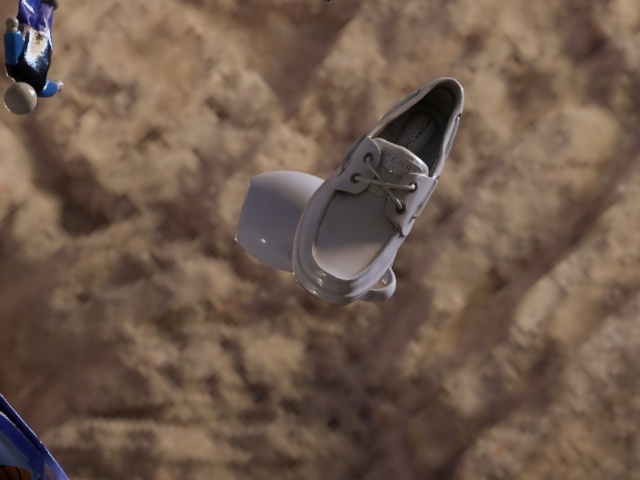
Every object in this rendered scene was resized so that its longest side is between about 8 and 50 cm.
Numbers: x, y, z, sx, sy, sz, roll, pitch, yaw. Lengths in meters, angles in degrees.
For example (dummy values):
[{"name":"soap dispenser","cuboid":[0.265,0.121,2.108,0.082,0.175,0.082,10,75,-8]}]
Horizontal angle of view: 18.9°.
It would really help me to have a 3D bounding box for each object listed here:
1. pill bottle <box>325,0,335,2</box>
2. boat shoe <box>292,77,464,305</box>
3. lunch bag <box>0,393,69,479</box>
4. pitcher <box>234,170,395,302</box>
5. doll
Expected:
[{"name":"pill bottle","cuboid":[-0.046,-0.360,1.921,0.130,0.246,0.130,-52,-177,4]},{"name":"boat shoe","cuboid":[0.059,-0.059,1.832,0.277,0.098,0.096,-60,-177,-36]},{"name":"lunch bag","cuboid":[-0.494,0.257,1.977,0.328,0.385,0.239,-26,-130,40]},{"name":"pitcher","cuboid":[0.000,0.000,2.387,0.178,0.207,0.125,-81,-172,-58]},{"name":"doll","cuboid":[-0.333,-0.217,2.213,0.046,0.129,0.189,-13,-133,16]}]
